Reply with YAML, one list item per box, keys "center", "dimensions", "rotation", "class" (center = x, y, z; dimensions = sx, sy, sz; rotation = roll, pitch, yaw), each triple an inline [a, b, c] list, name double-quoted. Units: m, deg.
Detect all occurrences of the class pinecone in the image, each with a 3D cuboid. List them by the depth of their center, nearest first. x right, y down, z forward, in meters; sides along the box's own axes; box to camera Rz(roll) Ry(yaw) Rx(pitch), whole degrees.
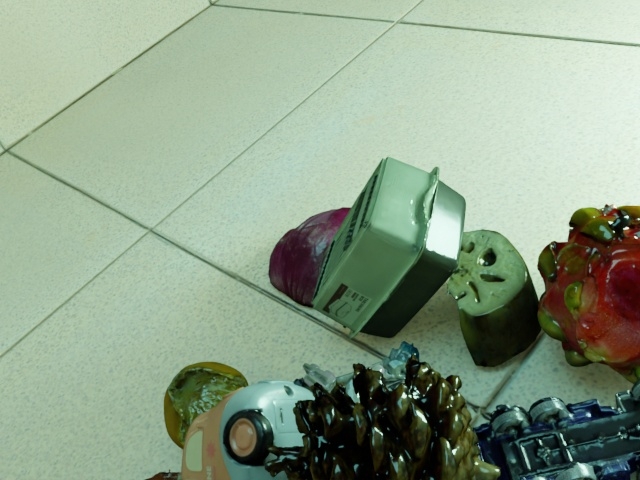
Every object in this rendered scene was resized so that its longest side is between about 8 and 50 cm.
- center: [0.077, 0.252, 0.807]
  dimensions: [0.257, 0.243, 0.243]
  rotation: [25, 48, -6]
  class: "pinecone"

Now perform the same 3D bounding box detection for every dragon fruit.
- center: [0.441, 0.058, 0.991]
  dimensions: [0.307, 0.227, 0.243]
  rotation: [-49, 7, -19]
  class: "dragon fruit"

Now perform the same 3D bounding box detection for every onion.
- center: [0.000, 0.000, 1.375]
  dimensions: [0.250, 0.111, 0.247]
  rotation: [-43, 44, -19]
  class: "onion"

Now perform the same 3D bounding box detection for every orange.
- center: [-0.194, 0.277, 1.146]
  dimensions: [0.156, 0.134, 0.157]
  rotation: [-24, 38, 21]
  class: "orange"

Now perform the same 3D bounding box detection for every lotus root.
- center: [0.283, 0.081, 1.123]
  dimensions: [0.138, 0.119, 0.235]
  rotation: [-15, 38, 12]
  class: "lotus root"

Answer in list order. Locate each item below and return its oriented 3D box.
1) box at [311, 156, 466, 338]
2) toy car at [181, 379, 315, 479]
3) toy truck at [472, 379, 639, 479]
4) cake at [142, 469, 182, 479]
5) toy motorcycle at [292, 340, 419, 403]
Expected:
- center: [0.115, 0.019, 1.152]
  dimensions: [0.166, 0.290, 0.221]
  rotation: [24, 48, -7]
  class: "box"
- center: [-0.098, 0.336, 0.952]
  dimensions: [0.212, 0.180, 0.271]
  rotation: [-14, 72, 36]
  class: "toy car"
- center: [0.340, 0.277, 0.850]
  dimensions: [0.268, 0.155, 0.124]
  rotation: [-15, 40, 8]
  class: "toy truck"
- center: [-0.271, 0.410, 1.045]
  dimensions: [0.220, 0.117, 0.086]
  rotation: [-10, 47, 16]
  class: "cake"
- center: [0.076, 0.237, 1.074]
  dimensions: [0.239, 0.108, 0.204]
  rotation: [28, 64, 17]
  class: "toy motorcycle"
